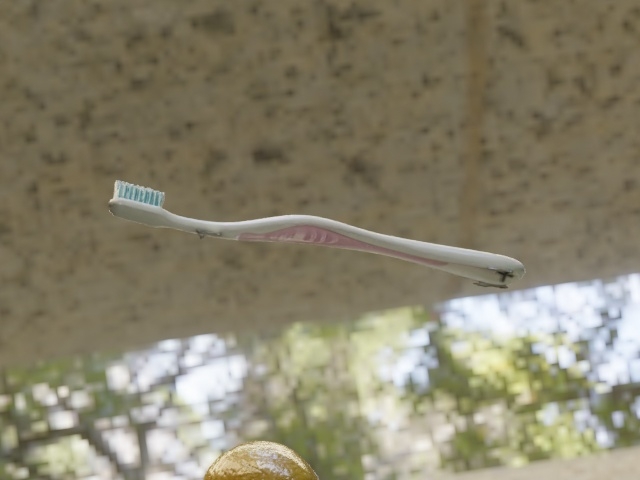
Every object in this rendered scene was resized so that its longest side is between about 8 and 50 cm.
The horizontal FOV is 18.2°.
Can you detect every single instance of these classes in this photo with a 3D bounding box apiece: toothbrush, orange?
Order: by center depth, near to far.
[{"bbox_3d":[0.000,0.000,0.945,0.017,0.204,0.022,117,-20,-53],"label":"toothbrush"},{"bbox_3d":[-0.041,0.190,1.474,0.095,0.085,0.085,15,-57,35],"label":"orange"}]
